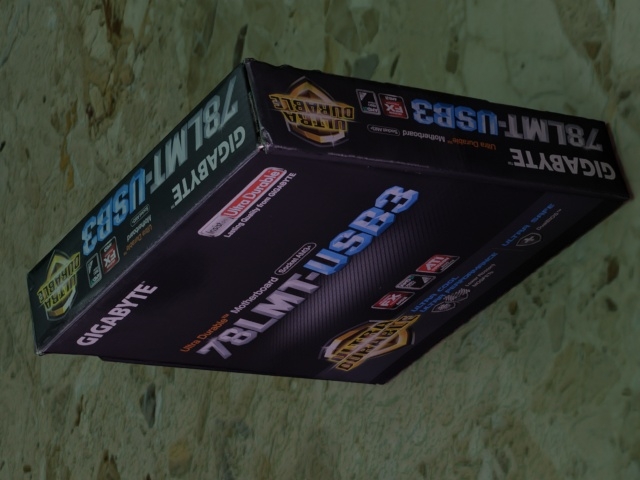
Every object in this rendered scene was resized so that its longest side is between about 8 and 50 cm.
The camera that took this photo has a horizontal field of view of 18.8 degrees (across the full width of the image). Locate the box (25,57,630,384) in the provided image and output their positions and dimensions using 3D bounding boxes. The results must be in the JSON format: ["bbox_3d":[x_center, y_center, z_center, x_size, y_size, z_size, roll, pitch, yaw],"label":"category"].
[{"bbox_3d":[0.000,0.000,1.283,0.295,0.293,0.073,-40,54,43],"label":"box"}]
